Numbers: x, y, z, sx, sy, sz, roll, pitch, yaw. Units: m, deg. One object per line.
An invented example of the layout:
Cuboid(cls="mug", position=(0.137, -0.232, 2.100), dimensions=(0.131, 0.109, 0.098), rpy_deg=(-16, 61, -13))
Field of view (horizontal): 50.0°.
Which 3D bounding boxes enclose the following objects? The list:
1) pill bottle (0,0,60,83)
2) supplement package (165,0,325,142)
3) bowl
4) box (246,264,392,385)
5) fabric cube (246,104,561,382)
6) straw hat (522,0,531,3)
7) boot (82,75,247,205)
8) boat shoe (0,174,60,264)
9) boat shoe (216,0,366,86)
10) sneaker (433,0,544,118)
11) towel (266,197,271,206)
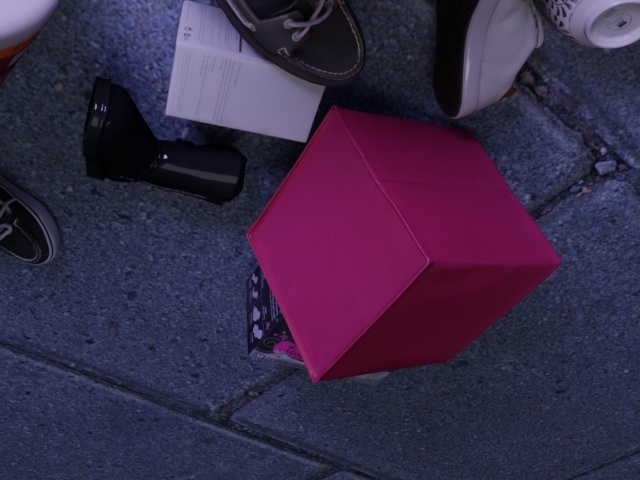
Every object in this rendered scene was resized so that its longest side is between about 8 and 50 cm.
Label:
Cuboid(cls="pill bottle", position=(-0.434, -0.204, 0.681), dimensions=(0.224, 0.223, 0.392), rpy_deg=(30, 144, -31))
Cuboid(cls="supplement package", position=(-0.090, -0.206, 0.844), dimensions=(0.180, 0.105, 0.105), rpy_deg=(10, 133, -14))
Cuboid(cls="bowl", position=(0.341, -0.277, 0.794), dimensions=(0.170, 0.080, 0.170), rpy_deg=(0, 152, 0))
Cuboid(cls="box", position=(0.019, 0.119, 1.129), dimensions=(0.247, 0.163, 0.142), rpy_deg=(18, 131, -25))
Cuboid(cls="fabric cube", position=(0.099, 0.008, 0.923), dimensions=(0.258, 0.259, 0.254), rpy_deg=(1, 141, -39))
Cuboid(cls="straw hat", position=(0.249, -0.323, 0.712), dimensions=(0.061, 0.144, 0.144), rpy_deg=(10, 145, 30))
Cuboid(cls="boot", position=(-0.196, -0.120, 0.894), dimensions=(0.207, 0.094, 0.246), rpy_deg=(10, 165, -14))
Cuboid(cls="boat shoe", position=(-0.489, -0.047, 0.979), dimensions=(0.113, 0.104, 0.306), rpy_deg=(-12, 136, 8))
Cuboid(cls="boat shoe", position=(-0.065, -0.277, 0.691), dimensions=(0.112, 0.095, 0.335), rpy_deg=(-46, 116, 1))
Cuboid(cls="sneaker", position=(0.206, -0.286, 0.807), dimensions=(0.123, 0.105, 0.290), rpy_deg=(-18, 140, -15))
Cuboid(cls="towel", position=(0.000, 0.000, 1.138), dimensions=(0.102, 0.021, 0.237), rpy_deg=(-18, 135, 9))
